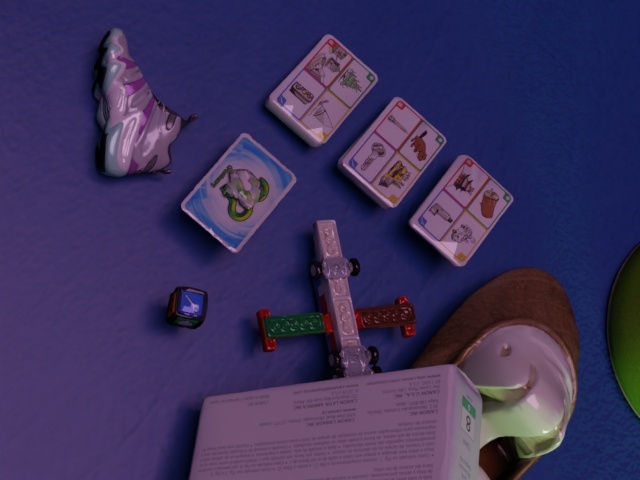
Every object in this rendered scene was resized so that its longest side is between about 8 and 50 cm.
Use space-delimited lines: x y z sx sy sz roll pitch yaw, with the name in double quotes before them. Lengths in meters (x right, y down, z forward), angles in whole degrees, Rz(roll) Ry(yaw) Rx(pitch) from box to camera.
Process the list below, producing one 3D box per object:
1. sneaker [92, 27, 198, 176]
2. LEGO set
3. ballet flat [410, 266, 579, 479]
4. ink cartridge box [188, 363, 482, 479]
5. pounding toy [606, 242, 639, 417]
"sneaker" -0.114 -0.090 0.968 0.069 0.038 0.098 1 88 -24
"LEGO set" 0.000 0.000 1.001 0.182 0.060 0.244 41 60 -4
"ballet flat" 0.085 0.142 0.952 0.342 0.124 0.116 -42 99 -24
"ink cartridge box" -0.002 0.189 0.852 0.056 0.181 0.225 45 43 -48
"pounding toy" 0.332 0.046 1.083 0.183 0.110 0.237 41 67 -10
